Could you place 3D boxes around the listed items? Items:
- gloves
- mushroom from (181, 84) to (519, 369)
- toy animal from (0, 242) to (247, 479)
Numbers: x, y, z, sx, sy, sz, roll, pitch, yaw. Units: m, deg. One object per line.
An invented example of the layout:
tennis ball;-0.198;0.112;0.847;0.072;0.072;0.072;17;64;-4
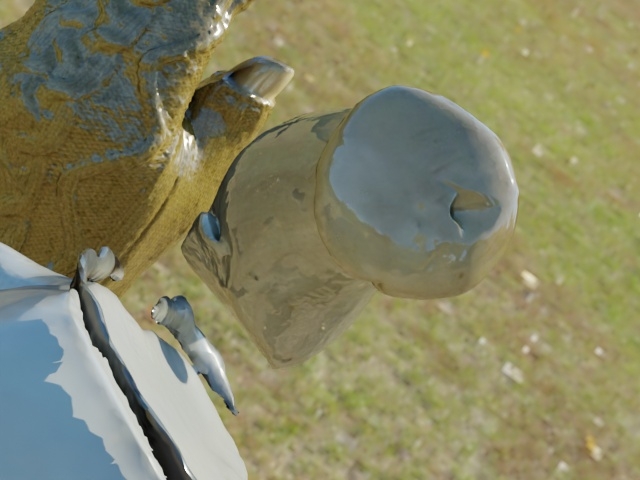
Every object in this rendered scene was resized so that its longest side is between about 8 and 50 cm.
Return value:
gloves;-0.157;-0.086;1.091;0.203;0.356;0.155;30;2;5
mushroom;0.001;-0.008;0.682;0.096;0.108;0.247;21;-19;-15
toy animal;-0.090;0.103;0.501;0.208;0.154;0.325;62;0;26
